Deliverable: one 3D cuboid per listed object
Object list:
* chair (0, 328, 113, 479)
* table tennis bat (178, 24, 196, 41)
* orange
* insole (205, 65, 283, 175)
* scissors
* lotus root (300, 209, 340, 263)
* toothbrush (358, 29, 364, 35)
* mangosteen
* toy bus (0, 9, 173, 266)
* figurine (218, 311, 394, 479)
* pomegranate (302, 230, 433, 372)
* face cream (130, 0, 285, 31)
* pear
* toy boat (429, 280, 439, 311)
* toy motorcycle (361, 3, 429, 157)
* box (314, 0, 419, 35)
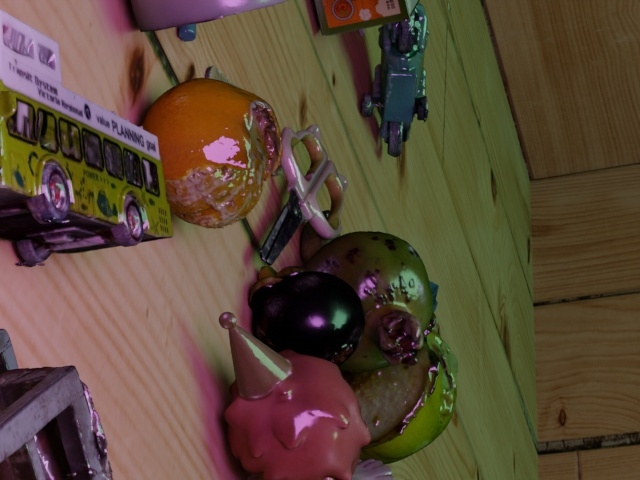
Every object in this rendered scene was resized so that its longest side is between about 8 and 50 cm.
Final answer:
[{"bbox_3d":[-0.196,0.148,0.870,0.270,0.147,0.136,-42,121,-69],"label":"chair"},{"bbox_3d":[-0.146,-0.288,1.504,0.100,0.019,0.155,53,30,-59],"label":"table tennis bat"},{"bbox_3d":[-0.105,-0.087,1.337,0.156,0.134,0.156,42,37,-43],"label":"orange"},{"bbox_3d":[-0.087,-0.142,1.640,0.248,0.011,0.081,42,42,-65],"label":"insole"},{"bbox_3d":[-0.028,-0.047,1.698,0.160,0.024,0.317,62,25,-17],"label":"scissors"},{"bbox_3d":[0.000,0.000,1.796,0.054,0.049,0.099,35,40,-27],"label":"lotus root"},{"bbox_3d":[0.055,-0.420,2.269,0.014,0.017,0.162,-58,137,-58],"label":"toothbrush"},{"bbox_3d":[-0.023,0.084,1.574,0.151,0.137,0.137,51,1,28],"label":"mangosteen"},{"bbox_3d":[-0.210,-0.062,1.007,0.301,0.113,0.139,28,55,-74],"label":"toy bus"},{"bbox_3d":[-0.022,0.227,1.444,0.207,0.166,0.387,49,-10,46],"label":"figurine"},{"bbox_3d":[0.059,0.095,1.694,0.179,0.179,0.210,62,14,-49],"label":"pomegranate"},{"bbox_3d":[-0.119,-0.315,1.324,0.175,0.175,0.195,-49,127,-69],"label":"face cream"},{"bbox_3d":[0.109,0.212,1.873,0.255,0.164,0.238,59,25,-56],"label":"pear"},{"bbox_3d":[0.116,0.104,2.082,0.098,0.109,0.238,-66,166,9],"label":"toy boat"},{"bbox_3d":[0.128,-0.289,2.265,0.198,0.109,0.296,-85,179,-53],"label":"toy motorcycle"},{"bbox_3d":[0.057,-0.430,2.044,0.177,0.148,0.195,-63,142,-65],"label":"box"}]
